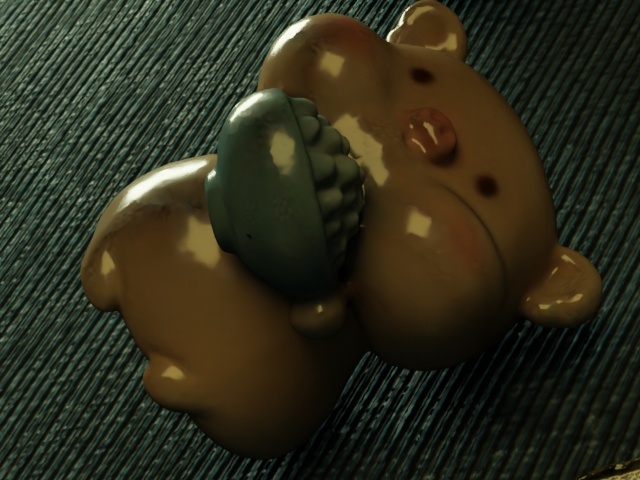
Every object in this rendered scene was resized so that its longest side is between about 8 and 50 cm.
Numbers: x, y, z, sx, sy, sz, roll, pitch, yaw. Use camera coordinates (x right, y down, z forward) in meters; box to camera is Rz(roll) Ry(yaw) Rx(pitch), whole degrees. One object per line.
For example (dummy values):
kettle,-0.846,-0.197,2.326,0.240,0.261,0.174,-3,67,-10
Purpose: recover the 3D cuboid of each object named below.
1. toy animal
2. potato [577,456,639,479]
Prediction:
toy animal,0.002,0.007,0.963,0.221,0.229,0.210,-46,66,39
potato,0.189,0.130,0.832,0.122,0.086,0.061,-15,60,10
